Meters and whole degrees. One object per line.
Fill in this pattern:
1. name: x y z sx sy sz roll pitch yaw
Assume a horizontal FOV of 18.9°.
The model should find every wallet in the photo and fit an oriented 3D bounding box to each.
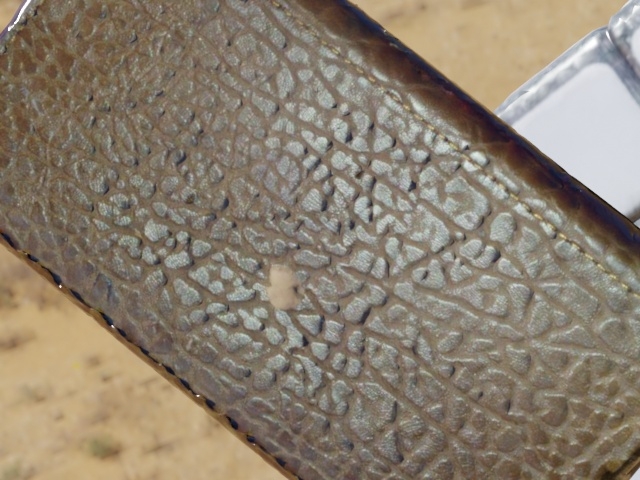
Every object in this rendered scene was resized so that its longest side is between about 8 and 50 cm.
1. wallet: 0.000 0.000 0.602 0.133 0.243 0.039 -52 -5 5

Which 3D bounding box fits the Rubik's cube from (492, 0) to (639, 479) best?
1. Rubik's cube: 0.301 -0.002 1.002 0.344 0.337 0.344 -38 -7 34
